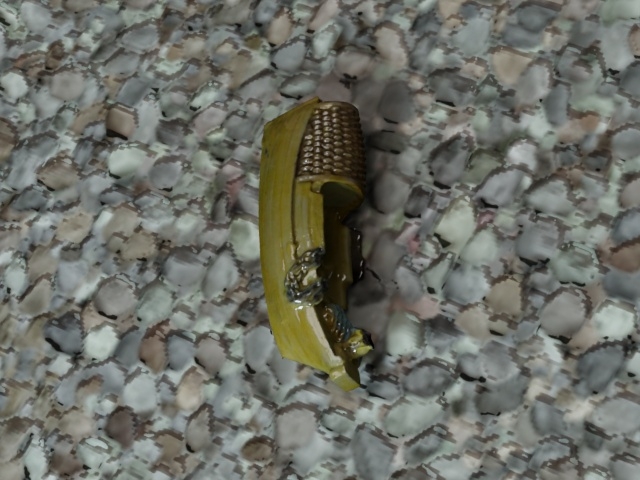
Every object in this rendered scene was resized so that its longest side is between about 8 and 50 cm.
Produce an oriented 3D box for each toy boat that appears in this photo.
[{"bbox_3d":[0.000,0.000,0.891,0.049,0.047,0.149,-13,61,18],"label":"toy boat"}]
